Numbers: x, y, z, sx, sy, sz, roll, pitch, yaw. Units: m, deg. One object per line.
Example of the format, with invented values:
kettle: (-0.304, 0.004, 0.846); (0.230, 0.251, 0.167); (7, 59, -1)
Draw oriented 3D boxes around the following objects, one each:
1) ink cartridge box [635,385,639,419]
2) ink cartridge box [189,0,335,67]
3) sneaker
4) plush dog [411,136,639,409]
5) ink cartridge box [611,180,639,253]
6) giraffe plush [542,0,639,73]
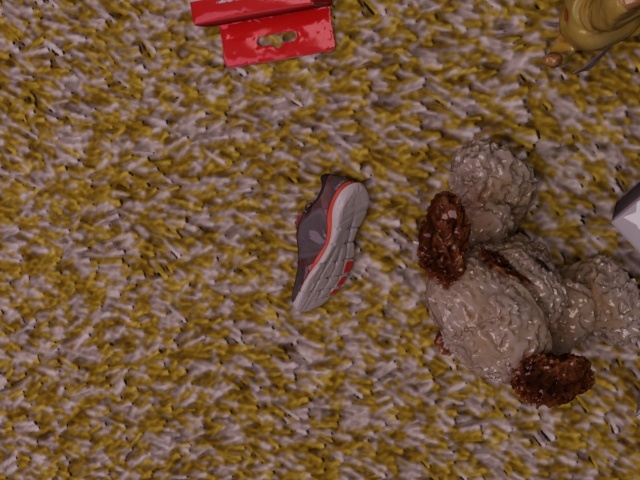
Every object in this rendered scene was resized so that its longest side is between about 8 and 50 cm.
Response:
ink cartridge box: (0.388, 0.179, 1.205); (0.150, 0.109, 0.063); (37, 109, 7)
ink cartridge box: (-0.070, -0.301, 1.267); (0.134, 0.078, 0.231); (-7, 98, 16)
sneaker: (0.000, 0.000, 1.320); (0.065, 0.061, 0.158); (33, 107, 36)
plush dog: (0.168, 0.055, 1.183); (0.210, 0.225, 0.262); (-43, 87, 17)
ink cartridge box: (0.384, -0.003, 1.166); (0.127, 0.128, 0.176); (-42, 88, 17)
giraffe plush: (0.269, -0.277, 1.154); (0.210, 0.181, 0.171); (-34, 77, 52)
